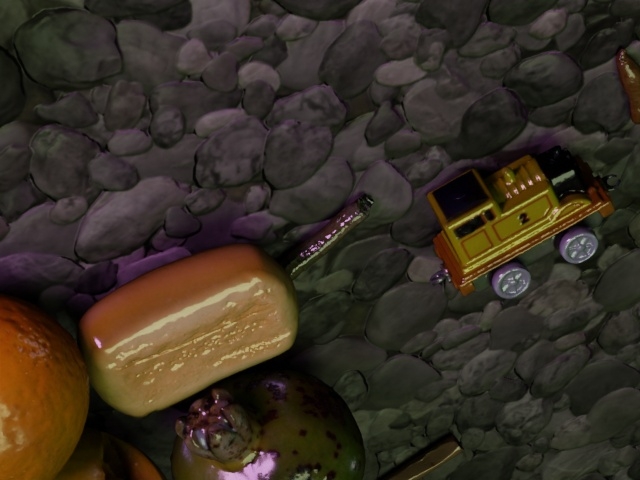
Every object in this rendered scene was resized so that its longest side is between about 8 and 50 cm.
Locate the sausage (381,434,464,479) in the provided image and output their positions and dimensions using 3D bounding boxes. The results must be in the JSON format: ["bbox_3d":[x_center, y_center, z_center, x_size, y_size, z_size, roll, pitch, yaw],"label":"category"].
[{"bbox_3d":[0.116,0.268,2.120,0.116,0.026,0.026,-34,139,9],"label":"sausage"}]

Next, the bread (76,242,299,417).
[{"bbox_3d":[-0.130,0.077,1.738,0.217,0.098,0.147,-23,139,-7],"label":"bread"}]

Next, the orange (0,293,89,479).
[{"bbox_3d":[-0.322,0.147,1.652,0.219,0.193,0.219,-26,155,-13],"label":"orange"}]

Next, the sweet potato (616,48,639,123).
[{"bbox_3d":[0.313,-0.148,1.790,0.026,0.026,0.115,-26,138,-1],"label":"sweet potato"}]

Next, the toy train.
[{"bbox_3d":[0.198,-0.025,1.813,0.219,0.089,0.127,-29,129,4],"label":"toy train"}]

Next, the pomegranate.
[{"bbox_3d":[-0.065,0.216,1.842,0.202,0.202,0.248,-31,149,6],"label":"pomegranate"}]

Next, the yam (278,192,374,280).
[{"bbox_3d":[0.000,0.000,1.781,0.129,0.027,0.033,-41,138,15],"label":"yam"}]

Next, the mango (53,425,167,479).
[{"bbox_3d":[-0.320,0.304,1.811,0.365,0.182,0.253,-4,132,-23],"label":"mango"}]
